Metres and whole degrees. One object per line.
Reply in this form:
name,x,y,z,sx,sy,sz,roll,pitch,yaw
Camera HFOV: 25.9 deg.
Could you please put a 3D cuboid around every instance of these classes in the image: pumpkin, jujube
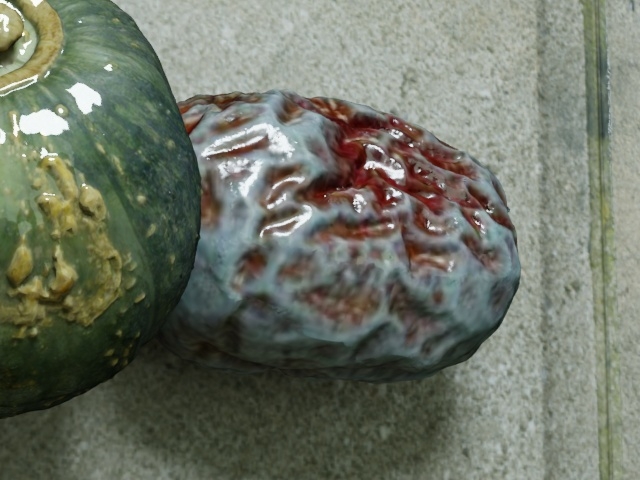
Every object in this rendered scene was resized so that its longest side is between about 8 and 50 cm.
pumpkin,-0.234,-0.042,0.853,0.292,0.257,0.327,-25,75,-35
jujube,0.000,0.000,1.059,0.317,0.226,0.226,7,74,-31
